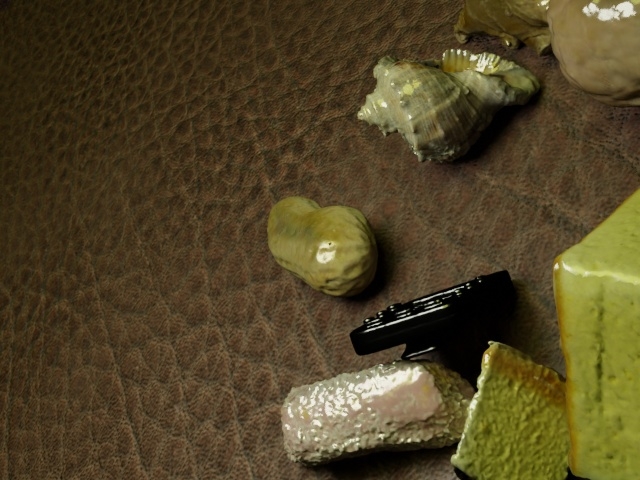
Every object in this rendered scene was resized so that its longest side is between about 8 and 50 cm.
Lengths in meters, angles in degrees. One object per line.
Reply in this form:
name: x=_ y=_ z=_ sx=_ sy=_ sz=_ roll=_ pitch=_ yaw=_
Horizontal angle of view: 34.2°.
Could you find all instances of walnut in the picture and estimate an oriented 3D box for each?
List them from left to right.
walnut: x=0.388 y=-0.265 z=1.160 sx=0.273 sy=0.227 sz=0.273 roll=-31 pitch=39 yaw=28

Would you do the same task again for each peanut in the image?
peanut: x=0.000 y=0.000 z=1.395 sx=0.236 sy=0.110 sz=0.120 roll=37 pitch=106 yaw=59

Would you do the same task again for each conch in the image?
conch: x=0.165 y=-0.192 z=1.373 sx=0.245 sy=0.163 sz=0.178 roll=-13 pitch=59 yaw=-4

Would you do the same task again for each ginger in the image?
ginger: x=0.264 y=-0.336 z=1.406 sx=0.123 sy=0.270 sz=0.218 roll=-24 pitch=76 yaw=-13

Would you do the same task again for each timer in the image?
timer: x=0.128 y=0.086 z=1.161 sx=0.144 sy=0.187 sz=0.055 roll=-20 pitch=89 yaw=29

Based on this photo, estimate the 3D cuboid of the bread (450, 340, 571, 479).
bread: x=0.183 y=0.185 z=1.029 sx=0.127 sy=0.152 sz=0.147 roll=-5 pitch=53 yaw=54

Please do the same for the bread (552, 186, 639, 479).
bread: x=0.403 y=0.048 z=0.996 sx=0.233 sy=0.244 sz=0.362 roll=6 pitch=29 yaw=36

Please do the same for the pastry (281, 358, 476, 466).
pastry: x=0.042 y=0.196 z=1.176 sx=0.265 sy=0.112 sz=0.102 roll=-21 pitch=66 yaw=34
